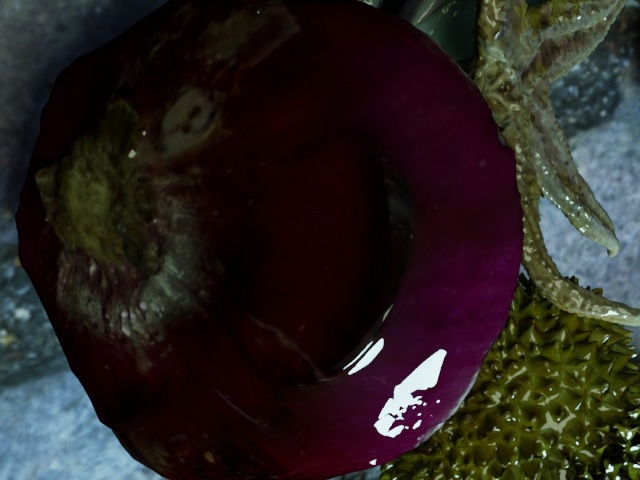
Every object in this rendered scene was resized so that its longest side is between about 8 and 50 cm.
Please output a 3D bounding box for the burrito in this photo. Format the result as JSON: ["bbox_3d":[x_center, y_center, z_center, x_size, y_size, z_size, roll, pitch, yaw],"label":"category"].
[{"bbox_3d":[0.133,-0.216,1.470,0.144,0.089,0.229,40,82,-41],"label":"burrito"}]

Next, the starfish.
[{"bbox_3d":[0.206,-0.122,1.417,0.384,0.132,0.398,-10,91,-60],"label":"starfish"}]

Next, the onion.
[{"bbox_3d":[0.000,0.000,1.357,0.420,0.398,0.398,1,110,-57],"label":"onion"}]

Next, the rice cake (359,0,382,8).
[{"bbox_3d":[0.065,-0.265,1.453,0.033,0.033,0.207,22,99,-21],"label":"rice cake"}]

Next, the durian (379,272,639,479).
[{"bbox_3d":[0.174,0.167,1.551,0.258,0.258,0.293,-15,154,-22],"label":"durian"}]
